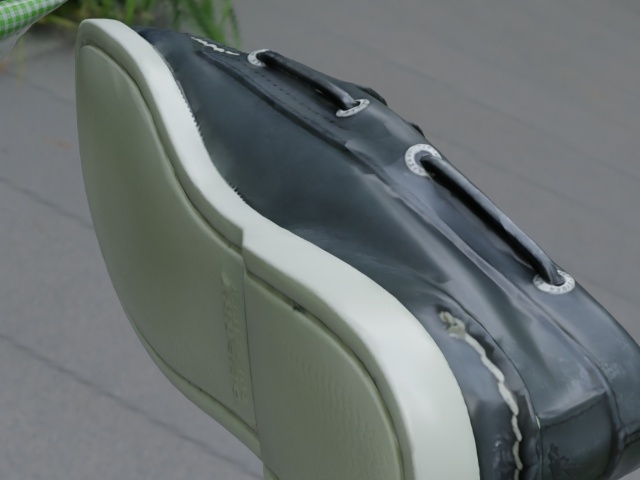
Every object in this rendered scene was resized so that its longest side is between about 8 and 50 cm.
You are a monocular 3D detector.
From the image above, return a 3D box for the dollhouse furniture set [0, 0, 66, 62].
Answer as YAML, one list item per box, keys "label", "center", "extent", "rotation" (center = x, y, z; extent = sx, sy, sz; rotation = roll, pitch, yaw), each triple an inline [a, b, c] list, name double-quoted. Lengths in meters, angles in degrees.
- label: "dollhouse furniture set"
  center: [-0.255, -0.043, 0.841]
  extent: [0.301, 0.151, 0.197]
  rotation: [-30, 9, -39]

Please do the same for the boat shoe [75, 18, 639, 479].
- label: "boat shoe"
  center: [0.000, -0.004, 0.539]
  extent: [0.113, 0.127, 0.340]
  rotation: [-12, 24, -22]
